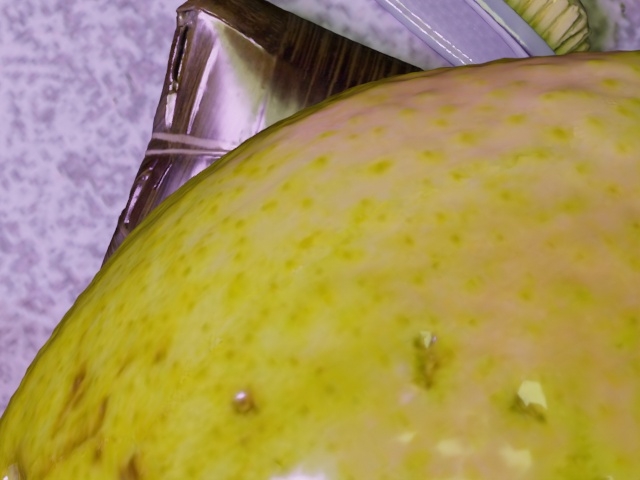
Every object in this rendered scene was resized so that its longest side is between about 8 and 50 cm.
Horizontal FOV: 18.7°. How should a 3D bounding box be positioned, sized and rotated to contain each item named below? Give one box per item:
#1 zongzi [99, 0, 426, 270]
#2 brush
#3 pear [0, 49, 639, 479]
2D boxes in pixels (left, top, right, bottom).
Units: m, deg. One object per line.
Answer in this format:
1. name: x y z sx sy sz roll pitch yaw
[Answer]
1. zongzi: 0.000 0.000 0.874 0.187 0.084 0.184 22 95 4
2. brush: 0.112 -0.079 0.880 0.297 0.068 0.060 43 70 5
3. pear: 0.074 0.102 0.702 0.391 0.391 0.391 -1 86 7
